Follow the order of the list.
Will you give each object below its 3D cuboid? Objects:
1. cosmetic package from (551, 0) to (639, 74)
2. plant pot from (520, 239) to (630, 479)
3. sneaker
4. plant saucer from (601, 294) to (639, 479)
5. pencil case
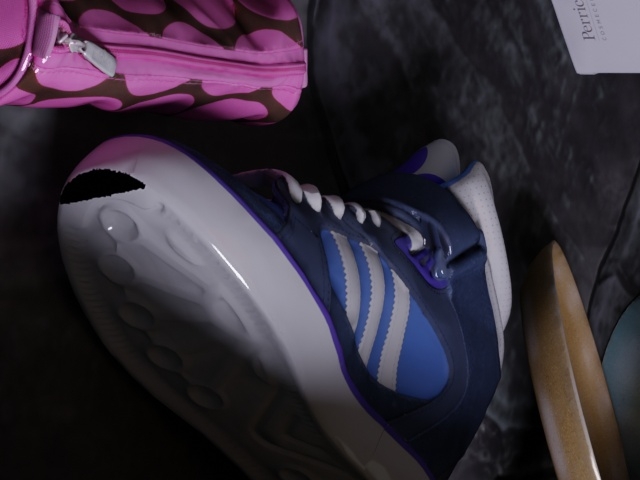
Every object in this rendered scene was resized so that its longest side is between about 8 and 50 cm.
[{"bbox_3d":[0.251,-0.285,1.079,0.097,0.284,0.377,-50,129,-36],"label":"cosmetic package"},{"bbox_3d":[0.178,0.118,1.155,0.236,0.032,0.236,-16,90,-78],"label":"plant pot"},{"bbox_3d":[0.001,0.000,0.950,0.323,0.130,0.236,53,45,-33],"label":"sneaker"},{"bbox_3d":[0.286,0.134,1.355,0.195,0.037,0.195,-5,97,-49],"label":"plant saucer"},{"bbox_3d":[-0.093,-0.099,0.835,0.209,0.098,0.095,-4,97,-50],"label":"pencil case"}]
